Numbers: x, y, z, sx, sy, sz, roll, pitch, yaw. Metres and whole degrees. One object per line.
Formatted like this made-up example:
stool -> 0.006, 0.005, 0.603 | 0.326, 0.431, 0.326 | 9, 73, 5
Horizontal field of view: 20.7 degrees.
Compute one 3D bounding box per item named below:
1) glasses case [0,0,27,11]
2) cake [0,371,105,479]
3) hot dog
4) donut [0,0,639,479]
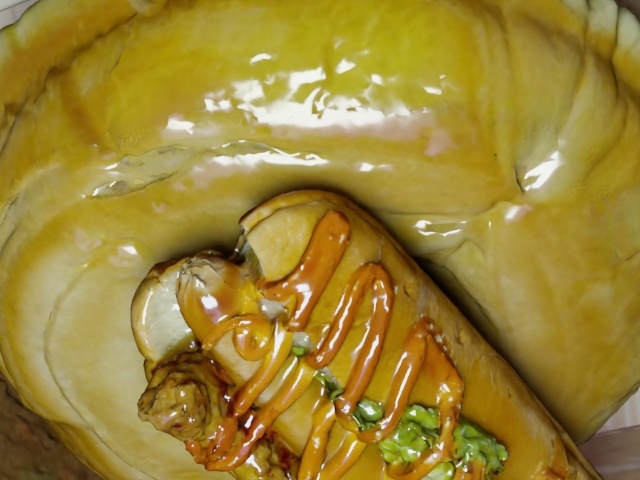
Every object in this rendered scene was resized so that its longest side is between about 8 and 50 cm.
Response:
glasses case -> -0.156, -0.217, 0.973 | 0.336, 0.076, 0.144 | -17, 117, 17
cake -> -0.260, 0.209, 1.152 | 0.282, 0.256, 0.290 | 37, 123, -17
hot dog -> 0.041, 0.121, 0.896 | 0.158, 0.117, 0.349 | -26, 127, 20
donut -> 0.000, 0.000, 0.998 | 0.449, 0.198, 0.449 | 0, 132, 0
